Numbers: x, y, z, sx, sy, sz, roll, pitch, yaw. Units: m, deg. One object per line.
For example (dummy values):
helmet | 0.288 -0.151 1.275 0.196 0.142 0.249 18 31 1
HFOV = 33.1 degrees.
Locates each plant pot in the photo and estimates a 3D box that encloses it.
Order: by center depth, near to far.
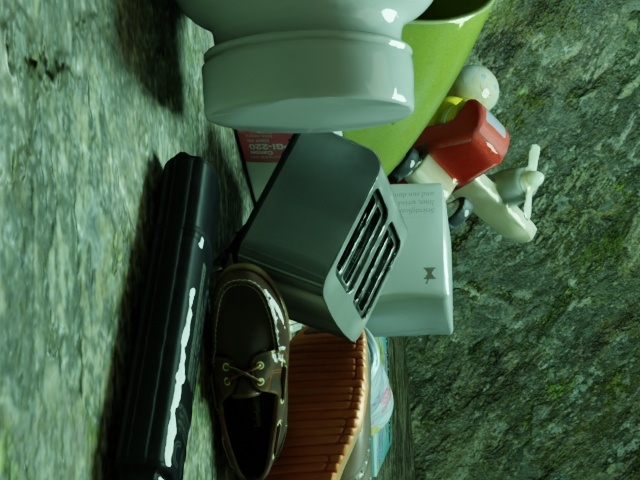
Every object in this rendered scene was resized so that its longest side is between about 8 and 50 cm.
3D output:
plant pot | 0.056 -0.221 1.384 0.274 0.275 0.293 -82 -177 -51

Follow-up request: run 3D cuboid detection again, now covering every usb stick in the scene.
usb stick | -0.108 0.058 0.788 0.077 0.045 0.278 88 4 -55

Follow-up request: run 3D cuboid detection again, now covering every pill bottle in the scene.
pill bottle | -0.015 -0.303 0.891 0.229 0.229 0.407 15 73 -82

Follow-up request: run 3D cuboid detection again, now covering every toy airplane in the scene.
toy airplane | 0.186 -0.172 1.774 0.272 0.384 0.386 -51 150 -7

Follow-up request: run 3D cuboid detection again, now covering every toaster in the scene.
toaster | 0.000 0.000 1.068 0.185 0.110 0.168 -63 156 -17

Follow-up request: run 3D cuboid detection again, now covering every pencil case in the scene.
pencil case | 0.039 0.206 1.547 0.273 0.114 0.124 68 32 -67

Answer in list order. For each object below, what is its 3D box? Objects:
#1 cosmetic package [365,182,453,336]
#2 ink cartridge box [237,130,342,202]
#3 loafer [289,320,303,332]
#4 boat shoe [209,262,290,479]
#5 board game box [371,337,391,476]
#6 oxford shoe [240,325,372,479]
cosmetic package | 0.079 0.040 1.523 0.385 0.217 0.156 65 24 -75
ink cartridge box | -0.026 -0.105 1.242 0.217 0.092 0.158 76 15 -49
loafer | -0.036 0.088 1.304 0.125 0.045 0.039 -18 99 -79
boat shoe | -0.063 0.125 0.984 0.073 0.073 0.206 -80 165 -64
board game box | 0.072 0.255 1.880 0.336 0.079 0.253 8 80 -82
oxford shoe | -0.005 0.251 1.086 0.132 0.130 0.363 50 45 -47
